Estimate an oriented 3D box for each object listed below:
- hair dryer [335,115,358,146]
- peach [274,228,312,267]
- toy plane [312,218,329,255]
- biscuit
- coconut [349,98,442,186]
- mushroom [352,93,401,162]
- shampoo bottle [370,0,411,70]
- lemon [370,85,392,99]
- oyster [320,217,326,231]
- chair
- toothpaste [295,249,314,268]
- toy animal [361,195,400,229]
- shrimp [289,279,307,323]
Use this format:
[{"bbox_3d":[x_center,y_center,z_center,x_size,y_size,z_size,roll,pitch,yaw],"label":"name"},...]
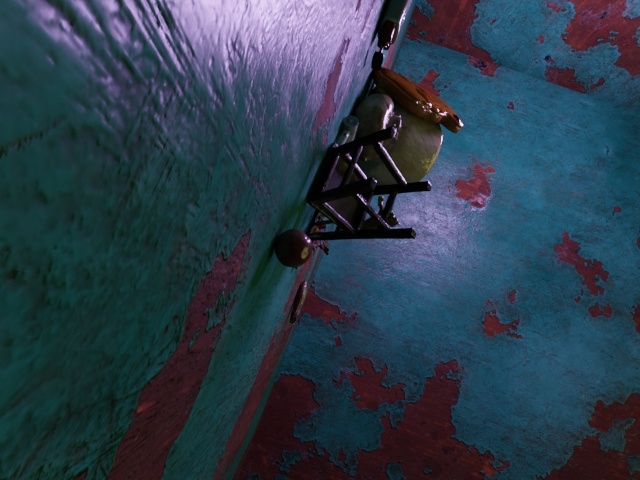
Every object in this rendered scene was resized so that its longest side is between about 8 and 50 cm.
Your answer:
[{"bbox_3d":[0.070,-0.312,1.299,0.137,0.047,0.082,-62,174,-28],"label":"hair dryer"},{"bbox_3d":[-0.055,0.017,0.878,0.083,0.083,0.083,20,90,-87],"label":"peach"},{"bbox_3d":[-0.003,-0.001,1.586,0.189,0.061,0.130,75,32,-53],"label":"toy plane"},{"bbox_3d":[0.403,-0.605,1.771,0.078,0.455,0.349,-58,-139,28],"label":"biscuit"},{"bbox_3d":[0.340,-0.406,1.860,0.344,0.415,0.415,40,-66,59],"label":"coconut"},{"bbox_3d":[0.196,-0.413,1.566,0.255,0.184,0.254,-170,-90,-83],"label":"mushroom"},{"bbox_3d":[0.224,-0.685,1.324,0.153,0.071,0.284,103,9,-84],"label":"shampoo bottle"},{"bbox_3d":[0.350,-0.656,2.050,0.320,0.245,0.245,88,22,-61],"label":"lemon"},{"bbox_3d":[-0.020,-0.039,1.629,0.100,0.037,0.098,-48,154,-7],"label":"oyster"},{"bbox_3d":[0.062,-0.137,1.205,0.241,0.416,0.203,40,61,-39],"label":"chair"},{"bbox_3d":[-0.055,0.052,1.515,0.233,0.038,0.060,-40,147,-78],"label":"toothpaste"},{"bbox_3d":[0.148,-0.057,1.292,0.136,0.181,0.073,-90,156,-51],"label":"toy animal"},{"bbox_3d":[-0.109,0.303,2.087,0.126,0.048,0.223,180,-71,-83],"label":"shrimp"}]
